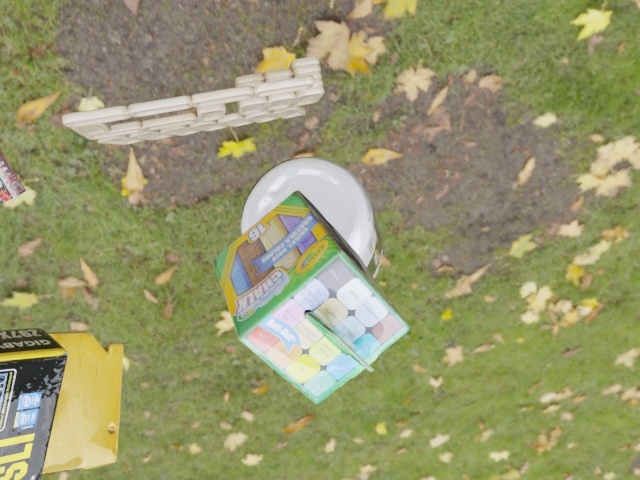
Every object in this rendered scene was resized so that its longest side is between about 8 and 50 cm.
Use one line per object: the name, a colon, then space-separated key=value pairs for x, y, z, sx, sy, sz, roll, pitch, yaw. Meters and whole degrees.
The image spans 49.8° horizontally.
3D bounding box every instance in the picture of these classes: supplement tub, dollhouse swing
supplement tub: x=0.000 y=0.000 z=1.111 sx=0.194 sy=0.193 sz=0.316 roll=-28 pitch=165 yaw=3
dollhouse swing: x=-0.597 y=0.312 z=1.279 sx=0.347 sy=0.305 sz=0.315 roll=4 pitch=89 yaw=-39

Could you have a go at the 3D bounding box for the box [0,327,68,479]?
box: x=-0.443 y=0.261 z=0.764 sx=0.257 sy=0.079 sz=0.322 roll=3 pitch=108 yaw=-51

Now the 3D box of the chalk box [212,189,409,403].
chalk box: x=-0.009 y=0.067 z=0.717 sx=0.132 sy=0.213 sz=0.132 roll=-40 pitch=120 yaw=5

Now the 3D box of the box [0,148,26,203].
box: x=-0.463 y=-0.108 z=0.916 sx=0.094 sy=0.027 sz=0.137 roll=-15 pitch=111 yaw=32

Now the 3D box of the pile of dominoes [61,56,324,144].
pile of dominoes: x=-0.126 y=-0.147 z=0.724 sx=0.251 sy=0.040 sz=0.196 roll=-11 pitch=-178 yaw=-8
